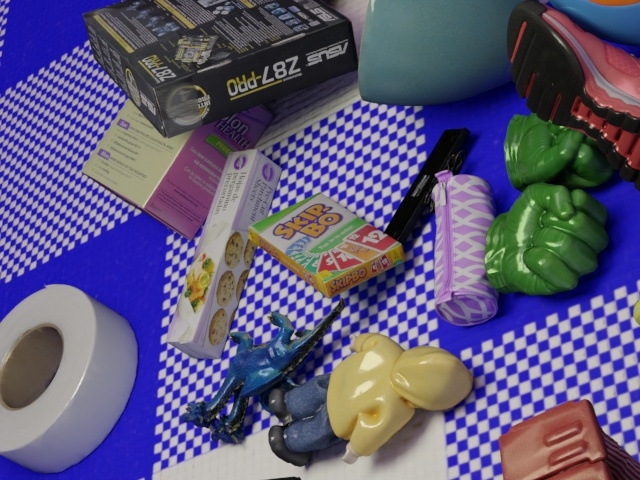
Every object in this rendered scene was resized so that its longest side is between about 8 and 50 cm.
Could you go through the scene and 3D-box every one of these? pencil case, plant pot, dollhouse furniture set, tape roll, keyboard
[{"bbox_3d":[0.183,0.007,1.928,0.086,0.088,0.206,-21,50,27],"label":"pencil case"},{"bbox_3d":[0.187,-0.307,2.044,0.195,0.290,0.290,15,69,10],"label":"plant pot"},{"bbox_3d":[0.188,0.334,1.601,0.374,0.201,0.152,-29,46,25],"label":"dollhouse furniture set"},{"bbox_3d":[-0.418,0.213,2.346,0.286,0.100,0.286,-25,48,30],"label":"tape roll"},{"bbox_3d":[0.154,-0.066,2.062,0.192,0.038,0.100,-60,17,-6],"label":"keyboard"}]

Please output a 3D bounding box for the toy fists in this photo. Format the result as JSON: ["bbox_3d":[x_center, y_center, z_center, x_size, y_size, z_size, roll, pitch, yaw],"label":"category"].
[{"bbox_3d":[0.291,-0.062,1.870,0.142,0.096,0.279,-9,56,37],"label":"toy fists"}]

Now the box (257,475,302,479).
[{"bbox_3d":[-0.083,0.371,1.844,0.147,0.180,0.077,51,135,50],"label":"box"}]

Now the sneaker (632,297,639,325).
[{"bbox_3d":[0.417,0.115,1.634,0.208,0.081,0.094,19,79,48],"label":"sneaker"}]

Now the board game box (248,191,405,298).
[{"bbox_3d":[0.000,0.000,2.091,0.124,0.039,0.259,-26,27,-19],"label":"board game box"}]

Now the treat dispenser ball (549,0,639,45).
[{"bbox_3d":[0.397,-0.383,1.847,0.288,0.288,0.288,-24,48,30],"label":"treat dispenser ball"}]

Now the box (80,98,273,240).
[{"bbox_3d":[-0.233,-0.155,2.419,0.213,0.117,0.243,27,83,49],"label":"box"}]

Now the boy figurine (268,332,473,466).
[{"bbox_3d":[0.063,0.190,1.910,0.285,0.092,0.177,-25,48,29],"label":"boy figurine"}]

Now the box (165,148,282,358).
[{"bbox_3d":[-0.143,0.019,2.249,0.063,0.067,0.324,-4,59,41],"label":"box"}]

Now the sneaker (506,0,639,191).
[{"bbox_3d":[0.355,-0.180,1.819,0.314,0.136,0.116,47,141,21],"label":"sneaker"}]

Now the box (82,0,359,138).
[{"bbox_3d":[-0.163,-0.310,2.330,0.318,0.097,0.395,-20,30,-16],"label":"box"}]

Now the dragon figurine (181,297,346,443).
[{"bbox_3d":[-0.062,0.181,2.039,0.289,0.085,0.144,-23,49,31],"label":"dragon figurine"}]
